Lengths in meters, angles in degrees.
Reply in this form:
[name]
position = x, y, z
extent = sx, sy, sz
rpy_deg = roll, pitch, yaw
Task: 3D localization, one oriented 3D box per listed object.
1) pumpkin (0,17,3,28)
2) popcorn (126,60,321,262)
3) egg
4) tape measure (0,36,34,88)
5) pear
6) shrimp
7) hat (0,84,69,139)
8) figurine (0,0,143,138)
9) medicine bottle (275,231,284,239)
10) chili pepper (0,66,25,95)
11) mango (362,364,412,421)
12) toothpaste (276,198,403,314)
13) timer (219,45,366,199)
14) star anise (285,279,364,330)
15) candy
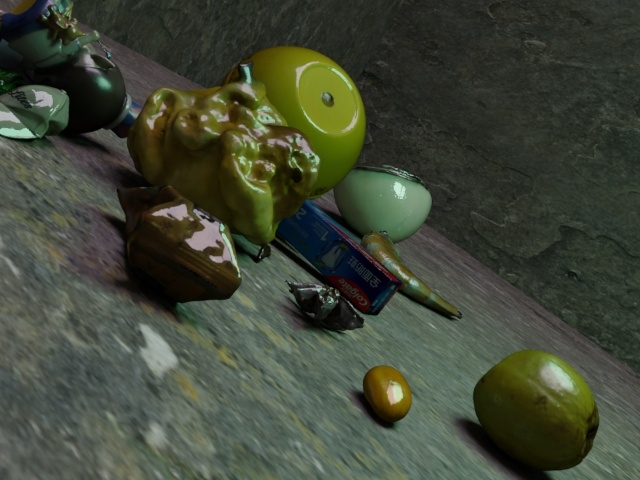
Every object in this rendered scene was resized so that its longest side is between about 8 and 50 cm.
[pumpkin]
position = -0.573, -0.299, 1.096
extent = 0.190, 0.139, 0.280
rpy_deg = 32, 8, 1
[popcorn]
position = -0.142, -0.145, 1.333
extent = 0.316, 0.280, 0.297
rpy_deg = 22, 22, 22
[egg]
position = 0.143, -0.078, 2.195
extent = 0.264, 0.174, 0.286
rpy_deg = 27, -14, -31
[tape measure]
position = -0.528, -0.313, 1.447
extent = 0.196, 0.105, 0.178
rpy_deg = 26, 3, -39
[pear]
position = 0.284, 0.220, 1.096
extent = 0.162, 0.148, 0.149
rpy_deg = 37, 11, 31
[shrimp]
position = 0.181, 0.067, 1.816
extent = 0.287, 0.068, 0.185
rpy_deg = 38, 13, 24
[hat]
position = -0.430, -0.191, 1.203
extent = 0.122, 0.081, 0.166
rpy_deg = 35, 19, 33
[figurine]
position = -0.399, -0.273, 1.352
extent = 0.158, 0.161, 0.275
rpy_deg = -86, 157, -53
[medicine bottle]
position = -0.078, -0.042, 1.582
extent = 0.199, 0.057, 0.058
rpy_deg = 39, 12, 36
[chili pepper]
position = -0.501, -0.249, 1.280
extent = 0.182, 0.050, 0.073
rpy_deg = 28, -3, 42
[mango]
position = 0.076, 0.178, 0.965
extent = 0.060, 0.046, 0.089
rpy_deg = 28, 22, -7
[toothpaste]
position = 0.000, -0.001, 1.464
extent = 0.320, 0.076, 0.066
rpy_deg = 43, 11, 24
[timer]
position = -0.099, -0.241, 1.851
extent = 0.376, 0.375, 0.387
rpy_deg = 26, -32, -31
[star anise]
position = 0.004, 0.089, 1.143
extent = 0.124, 0.056, 0.129
rpy_deg = 29, -6, 2
[candy]
position = -0.175, -0.010, 0.987
extent = 0.143, 0.101, 0.271
rpy_deg = 35, 2, -18
